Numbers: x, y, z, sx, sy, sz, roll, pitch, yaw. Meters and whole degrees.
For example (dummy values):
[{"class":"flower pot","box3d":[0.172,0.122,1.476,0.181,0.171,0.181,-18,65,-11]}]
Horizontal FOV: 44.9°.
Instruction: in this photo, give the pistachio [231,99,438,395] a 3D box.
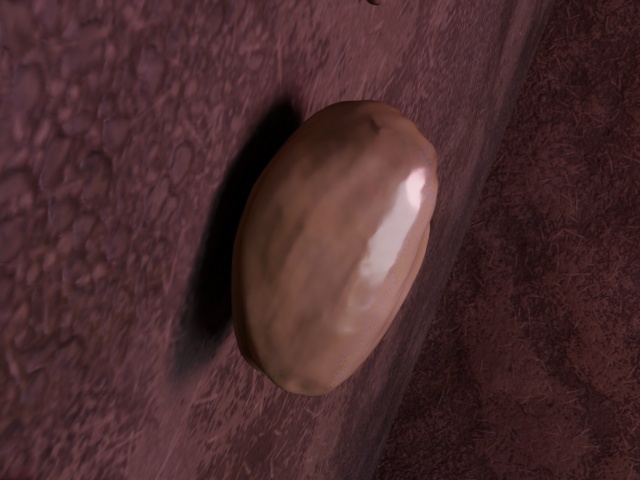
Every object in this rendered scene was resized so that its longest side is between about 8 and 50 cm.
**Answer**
[{"class":"pistachio","box3d":[0.000,0.000,0.520,0.145,0.117,0.200,24,96,-38]}]

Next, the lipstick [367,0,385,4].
[{"class":"lipstick","box3d":[0.036,-0.199,0.535,0.094,0.019,0.019,69,45,-69]}]
